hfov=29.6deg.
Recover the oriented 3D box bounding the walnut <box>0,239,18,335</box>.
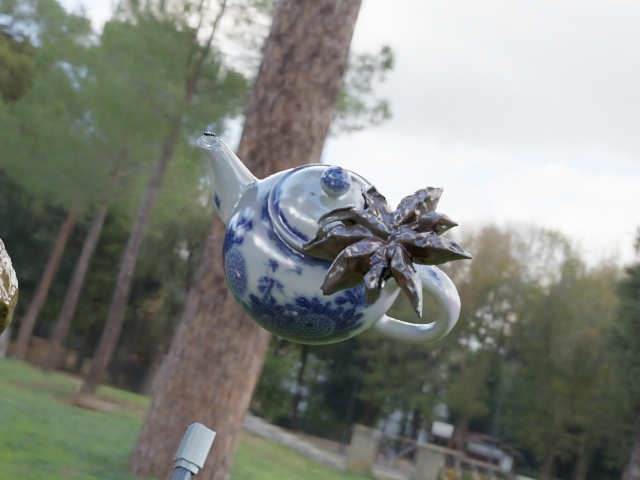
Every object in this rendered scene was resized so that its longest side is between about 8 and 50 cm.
[{"bbox_3d":[-0.450,0.035,1.470,0.238,0.141,0.204,17,-15,49],"label":"walnut"}]

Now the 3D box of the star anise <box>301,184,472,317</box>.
[{"bbox_3d":[0.082,-0.002,1.372,0.182,0.195,0.065,26,-32,30],"label":"star anise"}]

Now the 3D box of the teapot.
[{"bbox_3d":[0.000,0.000,1.626,0.424,0.252,0.280,33,-38,13],"label":"teapot"}]

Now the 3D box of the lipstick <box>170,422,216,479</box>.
[{"bbox_3d":[-0.138,0.236,1.215,0.025,0.107,0.025,32,-32,-19],"label":"lipstick"}]
